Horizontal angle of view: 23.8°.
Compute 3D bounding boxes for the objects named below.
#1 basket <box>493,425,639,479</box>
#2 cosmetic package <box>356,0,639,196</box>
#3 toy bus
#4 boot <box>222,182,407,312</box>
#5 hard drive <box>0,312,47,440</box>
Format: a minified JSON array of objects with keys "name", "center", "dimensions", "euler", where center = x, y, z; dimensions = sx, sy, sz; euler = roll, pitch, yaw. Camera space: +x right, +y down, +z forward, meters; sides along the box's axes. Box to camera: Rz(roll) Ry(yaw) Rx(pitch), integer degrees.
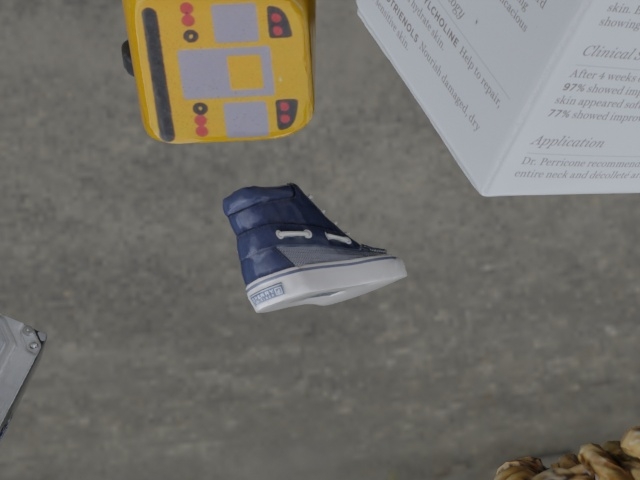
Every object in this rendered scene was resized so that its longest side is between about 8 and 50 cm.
[{"name":"basket","center":[0.226,0.186,0.500],"dimensions":[0.223,0.213,0.299],"euler":[-27,130,27]},{"name":"cosmetic package","center":[0.300,-0.294,1.572],"dimensions":[0.329,0.327,0.394],"euler":[-1,135,-32]},{"name":"toy bus","center":[-0.069,-0.199,1.015],"dimensions":[0.130,0.333,0.108],"euler":[-4,127,3]},{"name":"boot","center":[0.000,0.000,1.115],"dimensions":[0.069,0.086,0.190],"euler":[-23,171,25]},{"name":"hard drive","center":[-0.474,0.126,1.519],"dimensions":[0.339,0.237,0.064],"euler":[24,138,-2]}]
